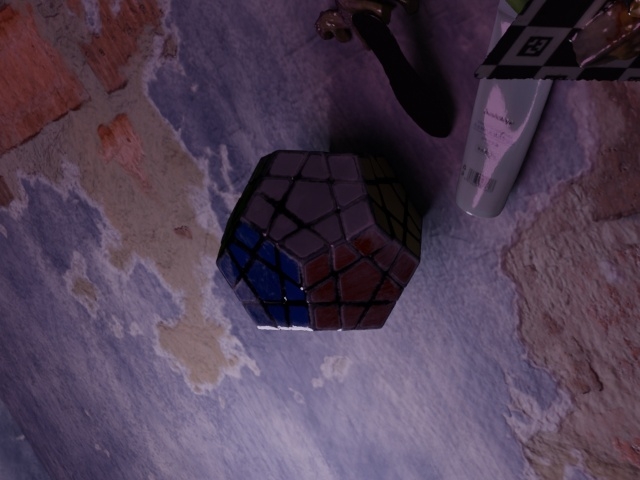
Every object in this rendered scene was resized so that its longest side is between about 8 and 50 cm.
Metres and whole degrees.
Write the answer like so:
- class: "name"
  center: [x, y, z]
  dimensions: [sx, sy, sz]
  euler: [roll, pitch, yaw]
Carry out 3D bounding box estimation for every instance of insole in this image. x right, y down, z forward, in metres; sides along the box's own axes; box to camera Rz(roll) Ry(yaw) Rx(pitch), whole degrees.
- class: "insole"
  center: [0.117, -0.226, 1.814]
  dimensions: [0.086, 0.005, 0.253]
  euler: [15, 153, 43]

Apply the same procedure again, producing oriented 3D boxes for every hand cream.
- class: "hand cream"
  center: [0.249, -0.168, 1.778]
  dimensions: [0.109, 0.067, 0.321]
  euler: [32, 131, 25]

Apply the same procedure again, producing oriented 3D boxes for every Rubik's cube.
- class: "Rubik's cube"
  center: [0.000, 0.000, 1.965]
  dimensions: [0.319, 0.264, 0.319]
  euler: [24, 132, 30]

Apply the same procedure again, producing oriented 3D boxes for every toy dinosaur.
- class: "toy dinosaur"
  center: [0.022, -0.346, 1.799]
  dimensions: [0.199, 0.072, 0.251]
  euler: [18, 167, 33]

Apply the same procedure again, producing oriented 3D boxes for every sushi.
- class: "sushi"
  center: [0.392, -0.251, 1.356]
  dimensions: [0.343, 0.359, 0.064]
  euler: [-55, 48, 48]

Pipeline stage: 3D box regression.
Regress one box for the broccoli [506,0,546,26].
- class: "broccoli"
  center: [0.301, -0.364, 1.414]
  dimensions: [0.297, 0.297, 0.297]
  euler: [48, 175, 5]
